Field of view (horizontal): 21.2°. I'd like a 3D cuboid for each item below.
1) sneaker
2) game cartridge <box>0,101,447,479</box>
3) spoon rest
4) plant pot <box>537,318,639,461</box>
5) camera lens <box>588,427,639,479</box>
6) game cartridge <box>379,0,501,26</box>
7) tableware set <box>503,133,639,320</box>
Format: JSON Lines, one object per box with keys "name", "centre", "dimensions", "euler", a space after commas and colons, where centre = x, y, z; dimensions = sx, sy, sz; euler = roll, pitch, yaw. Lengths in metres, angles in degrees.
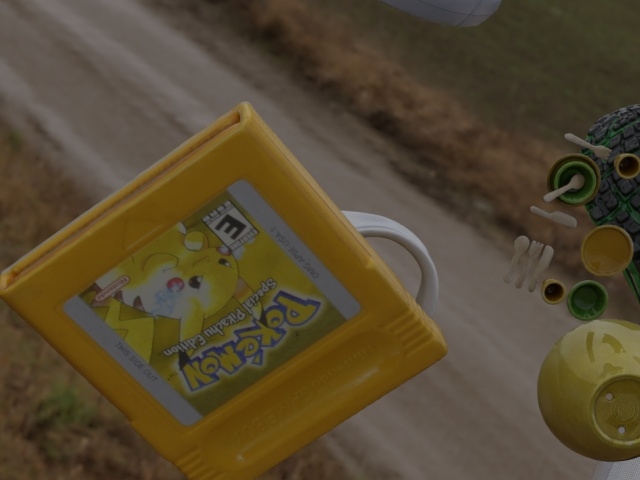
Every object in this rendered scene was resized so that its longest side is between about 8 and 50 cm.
{"name": "sneaker", "centre": [0.374, 0.011, 1.870], "dimensions": [0.146, 0.134, 0.343], "euler": [47, 27, -66]}
{"name": "game cartridge", "centre": [-0.084, 0.069, 1.575], "dimensions": [0.323, 0.285, 0.052], "euler": [49, 14, -28]}
{"name": "spoon rest", "centre": [0.000, 0.000, 1.778], "dimensions": [0.276, 0.084, 0.137], "euler": [18, 16, -13]}
{"name": "plant pot", "centre": [0.270, 0.144, 1.555], "dimensions": [0.134, 0.134, 0.095], "euler": [21, 5, -3]}
{"name": "camera lens", "centre": [0.469, 0.323, 2.252], "dimensions": [0.219, 0.274, 0.219], "euler": [22, -23, 10]}
{"name": "game cartridge", "centre": [0.071, -0.324, 1.829], "dimensions": [0.294, 0.060, 0.196], "euler": [10, 48, -49]}
{"name": "tableware set", "centre": [0.233, -0.009, 1.501], "dimensions": [0.104, 0.154, 0.024], "euler": [21, 10, -10]}
